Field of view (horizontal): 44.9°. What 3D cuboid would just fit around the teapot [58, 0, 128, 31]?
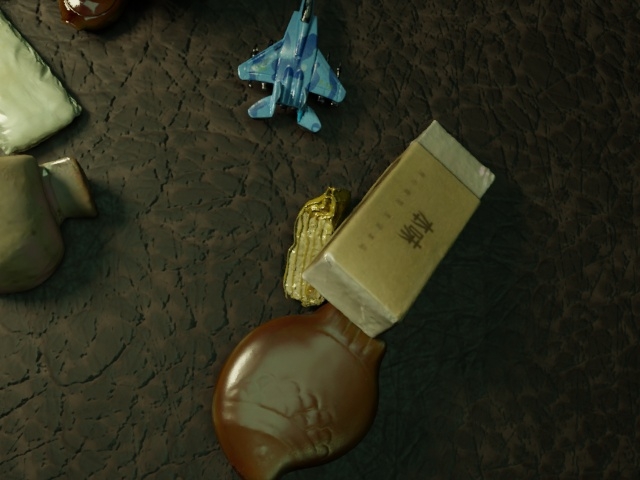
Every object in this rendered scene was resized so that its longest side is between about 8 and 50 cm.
[{"bbox_3d":[-0.337,-0.365,1.144,0.098,0.078,0.129,29,78,-6],"label":"teapot"}]

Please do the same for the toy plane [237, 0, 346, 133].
[{"bbox_3d":[-0.035,-0.295,1.198,0.169,0.078,0.246,11,74,-10],"label":"toy plane"}]

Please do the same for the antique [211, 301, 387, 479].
[{"bbox_3d":[-0.032,0.216,1.098,0.223,0.129,0.278,37,77,-4],"label":"antique"}]

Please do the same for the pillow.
[{"bbox_3d":[-0.463,-0.238,1.117,0.128,0.051,0.229,-41,92,-21],"label":"pillow"}]

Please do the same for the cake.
[{"bbox_3d":[-0.004,-0.001,1.181,0.080,0.116,0.184,8,111,10],"label":"cake"}]

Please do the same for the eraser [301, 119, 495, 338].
[{"bbox_3d":[0.125,-0.025,1.133,0.144,0.078,0.343,41,55,-4],"label":"eraser"}]

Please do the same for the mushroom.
[{"bbox_3d":[-0.417,-0.015,1.034,0.236,0.173,0.162,-18,88,-13],"label":"mushroom"}]
